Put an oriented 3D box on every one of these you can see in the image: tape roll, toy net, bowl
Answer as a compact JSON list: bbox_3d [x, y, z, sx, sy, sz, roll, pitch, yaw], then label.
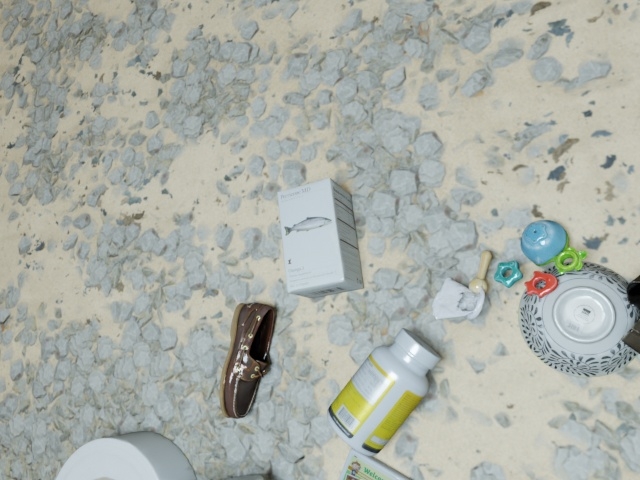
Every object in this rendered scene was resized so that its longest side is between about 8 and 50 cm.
[{"bbox_3d":[-0.362,0.504,0.935,0.286,0.100,0.286,-5,77,22],"label":"tape roll"},{"bbox_3d":[0.278,0.065,0.772,0.232,0.045,0.122,-40,44,19],"label":"toy net"},{"bbox_3d":[0.366,0.106,0.718,0.170,0.080,0.170,-6,75,23],"label":"bowl"}]

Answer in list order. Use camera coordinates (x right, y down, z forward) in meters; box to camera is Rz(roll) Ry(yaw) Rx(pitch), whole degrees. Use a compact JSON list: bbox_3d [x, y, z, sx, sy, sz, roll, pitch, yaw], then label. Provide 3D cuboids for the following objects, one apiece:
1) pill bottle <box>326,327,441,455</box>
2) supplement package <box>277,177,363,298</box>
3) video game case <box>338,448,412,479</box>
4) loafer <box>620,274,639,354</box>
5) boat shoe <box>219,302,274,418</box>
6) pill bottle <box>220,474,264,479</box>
[{"bbox_3d":[0.101,0.230,0.792,0.103,0.103,0.184,40,95,26],"label":"pill bottle"},{"bbox_3d":[0.000,0.000,0.886,0.105,0.105,0.179,-14,73,21],"label":"supplement package"},{"bbox_3d":[0.104,0.460,0.784,0.212,0.023,0.193,21,87,27],"label":"video game case"},{"bbox_3d":[0.441,0.059,0.655,0.078,0.080,0.220,21,55,23],"label":"loafer"},{"bbox_3d":[-0.127,0.214,0.911,0.073,0.073,0.207,1,79,26],"label":"boat shoe"},{"bbox_3d":[-0.142,0.565,0.766,0.204,0.204,0.361,-18,72,19],"label":"pill bottle"}]
